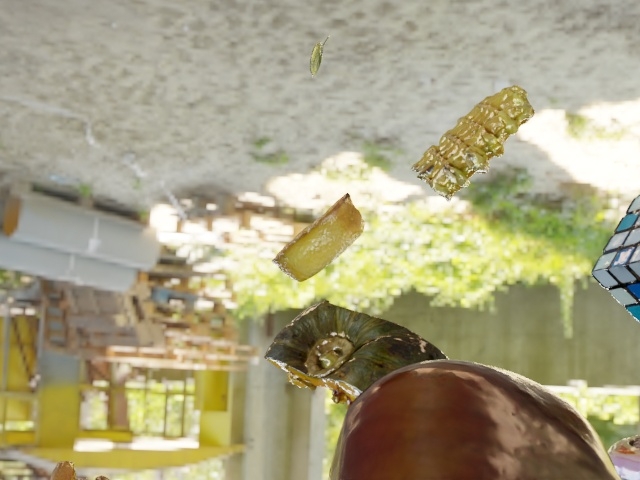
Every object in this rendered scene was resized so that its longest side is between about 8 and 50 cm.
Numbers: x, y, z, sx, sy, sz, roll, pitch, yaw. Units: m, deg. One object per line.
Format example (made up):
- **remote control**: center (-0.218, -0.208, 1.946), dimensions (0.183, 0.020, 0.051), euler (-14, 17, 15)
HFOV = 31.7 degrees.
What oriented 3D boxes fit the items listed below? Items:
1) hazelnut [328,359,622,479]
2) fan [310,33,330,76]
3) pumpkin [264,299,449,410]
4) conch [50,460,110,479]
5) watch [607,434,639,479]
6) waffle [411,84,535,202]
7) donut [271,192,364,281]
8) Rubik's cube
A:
- **hazelnut**: center (0.167, 0.328, 1.305), dimensions (0.359, 0.409, 0.359), euler (-1, 135, -1)
- **fan**: center (-0.003, -0.310, 1.850), dimensions (0.003, 0.080, 0.060), euler (17, 177, 15)
- **pumpkin**: center (0.076, 0.210, 1.672), dimensions (0.280, 0.139, 0.190), euler (15, 149, 49)
- **conch**: center (-0.129, 0.270, 0.788), dimensions (0.158, 0.127, 0.255), euler (31, -178, -41)
- **watch**: center (0.555, 0.411, 1.747), dimensions (0.248, 0.217, 0.211), euler (-5, -173, -9)
- **waffle**: center (0.251, -0.161, 1.965), dimensions (0.065, 0.283, 0.309), euler (42, 141, -8)
- **donut**: center (0.000, 0.000, 1.540), dimensions (0.152, 0.058, 0.152), euler (-40, -176, 4)
- **Rubik's cube**: center (0.492, 0.024, 1.525), dimensions (0.151, 0.155, 0.154), euler (43, 154, -13)
